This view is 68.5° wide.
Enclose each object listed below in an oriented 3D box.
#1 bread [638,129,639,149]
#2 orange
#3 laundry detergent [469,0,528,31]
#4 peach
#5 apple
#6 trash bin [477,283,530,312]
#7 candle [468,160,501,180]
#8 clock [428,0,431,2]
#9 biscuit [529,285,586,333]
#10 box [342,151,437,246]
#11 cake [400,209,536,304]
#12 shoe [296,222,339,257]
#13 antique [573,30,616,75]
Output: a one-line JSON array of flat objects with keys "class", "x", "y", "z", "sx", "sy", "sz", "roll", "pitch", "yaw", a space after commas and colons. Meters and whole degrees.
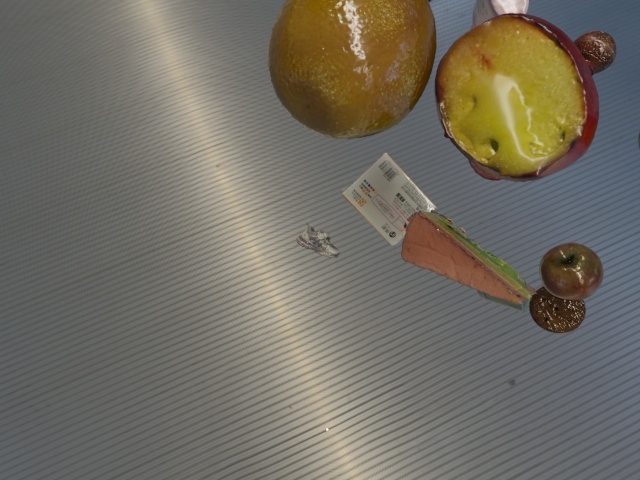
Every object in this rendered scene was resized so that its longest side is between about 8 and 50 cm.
[{"class": "bread", "x": 0.688, "y": -0.163, "z": 0.878, "sx": 0.166, "sy": 0.112, "sz": 0.383, "roll": 41, "pitch": 30, "yaw": 8}, {"class": "orange", "x": 0.041, "y": -0.248, "z": 0.626, "sx": 0.237, "sy": 0.236, "sz": 0.236, "roll": 0, "pitch": 68, "yaw": 1}, {"class": "laundry detergent", "x": 0.455, "y": -0.585, "z": 1.233, "sx": 0.088, "sy": 0.335, "sz": 0.158, "roll": -17, "pitch": 94, "yaw": 11}, {"class": "peach", "x": 0.353, "y": -0.249, "z": 0.863, "sx": 0.281, "sy": 0.281, "sz": 0.338, "roll": 5, "pitch": 44, "yaw": 3}, {"class": "apple", "x": 0.824, "y": 0.107, "z": 1.548, "sx": 0.188, "sy": 0.174, "sz": 0.188, "roll": -25, "pitch": 37, "yaw": 21}, {"class": "trash bin", "x": 0.518, "y": 0.143, "z": 1.334, "sx": 0.130, "sy": 0.116, "sz": 0.059, "roll": 20, "pitch": 71, "yaw": 37}, {"class": "candle", "x": 0.569, "y": -0.358, "z": 1.489, "sx": 0.316, "sy": 0.287, "sz": 0.131, "roll": 60, "pitch": 36, "yaw": -6}, {"class": "clock", "x": 0.175, "y": -0.450, "z": 0.861, "sx": 0.080, "sy": 0.117, "sz": 0.176, "roll": 15, "pitch": 57, "yaw": 37}, {"class": "biscuit", "x": 0.862, "y": 0.250, "z": 1.717, "sx": 0.188, "sy": 0.027, "sz": 0.187, "roll": 5, "pitch": 100, "yaw": 29}, {"class": "box", "x": 0.243, "y": -0.145, "z": 1.677, "sx": 0.221, "sy": 0.091, "sz": 0.274, "roll": -41, "pitch": 95, "yaw": 13}, {"class": "cake", "x": 0.236, "y": 0.045, "z": 0.778, "sx": 0.225, "sy": 0.109, "sz": 0.090, "roll": 43, "pitch": 113, "yaw": 30}, {"class": "shoe", "x": 0.000, "y": 0.000, "z": 1.827, "sx": 0.180, "sy": 0.089, "sz": 0.092, "roll": 24, "pitch": 99, "yaw": 9}, {"class": "antique", "x": 0.631, "y": -0.435, "z": 1.091, "sx": 0.104, "sy": 0.104, "sz": 0.104, "roll": 0, "pitch": 68, "yaw": 1}]
